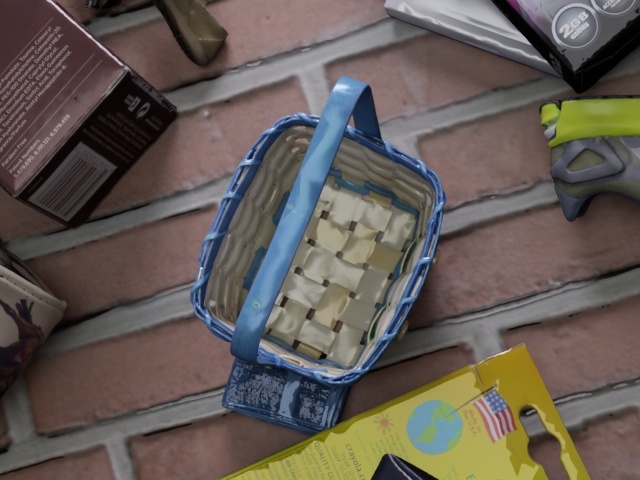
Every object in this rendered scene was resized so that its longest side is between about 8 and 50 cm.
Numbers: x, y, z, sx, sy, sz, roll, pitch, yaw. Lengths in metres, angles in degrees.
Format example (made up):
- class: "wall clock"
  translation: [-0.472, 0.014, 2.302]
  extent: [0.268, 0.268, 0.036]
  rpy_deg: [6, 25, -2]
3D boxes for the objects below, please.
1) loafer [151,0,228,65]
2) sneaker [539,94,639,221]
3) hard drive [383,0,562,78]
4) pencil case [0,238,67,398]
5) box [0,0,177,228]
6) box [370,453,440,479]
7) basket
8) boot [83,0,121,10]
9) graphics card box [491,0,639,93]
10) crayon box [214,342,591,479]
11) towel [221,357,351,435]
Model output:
- class: "loafer"
  translation: [-0.142, -0.248, 1.702]
  extent: [0.050, 0.056, 0.148]
  rpy_deg: [-35, 115, -14]
- class: "sneaker"
  translation: [0.354, -0.074, 1.569]
  extent: [0.300, 0.111, 0.121]
  rpy_deg: [-1, 90, 18]
- class: "hard drive"
  translation: [0.220, -0.336, 1.665]
  extent: [0.210, 0.040, 0.318]
  rpy_deg: [22, 85, 15]
- class: "pencil case"
  translation: [-0.437, 0.167, 1.654]
  extent: [0.183, 0.160, 0.410]
  rpy_deg: [37, 89, 8]
- class: "box"
  translation: [-0.285, -0.148, 1.674]
  extent: [0.203, 0.168, 0.167]
  rpy_deg: [42, 91, 15]
- class: "box"
  translation: [0.151, 0.495, 1.346]
  extent: [0.480, 0.297, 0.471]
  rpy_deg: [30, 86, -1]
- class: "basket"
  translation: [0.000, 0.000, 1.524]
  extent: [0.201, 0.289, 0.254]
  rpy_deg: [22, 85, 15]
- class: "boot"
  translation: [-0.270, -0.343, 1.751]
  extent: [0.263, 0.091, 0.229]
  rpy_deg: [-23, 84, 15]
- class: "graphics card box"
  translation: [0.208, -0.349, 1.601]
  extent: [0.233, 0.094, 0.371]
  rpy_deg: [-40, 76, 3]
- class: "crayon box"
  translation: [0.086, 0.252, 1.557]
  extent: [0.319, 0.081, 0.202]
  rpy_deg: [-24, 75, 0]
- class: "towel"
  translation: [-0.034, 0.147, 1.640]
  extent: [0.119, 0.029, 0.067]
  rpy_deg: [16, 83, 15]
